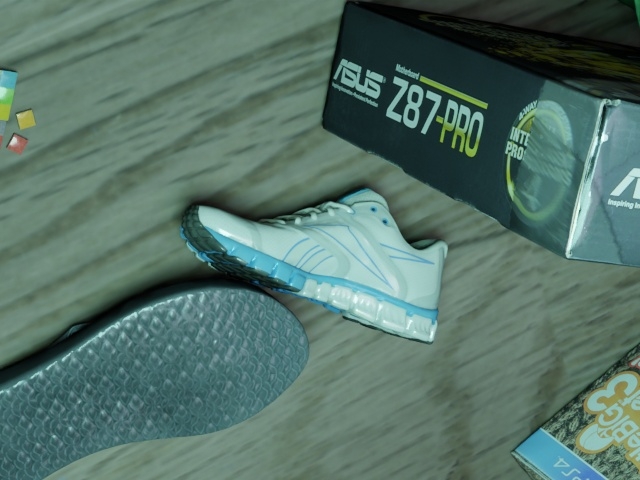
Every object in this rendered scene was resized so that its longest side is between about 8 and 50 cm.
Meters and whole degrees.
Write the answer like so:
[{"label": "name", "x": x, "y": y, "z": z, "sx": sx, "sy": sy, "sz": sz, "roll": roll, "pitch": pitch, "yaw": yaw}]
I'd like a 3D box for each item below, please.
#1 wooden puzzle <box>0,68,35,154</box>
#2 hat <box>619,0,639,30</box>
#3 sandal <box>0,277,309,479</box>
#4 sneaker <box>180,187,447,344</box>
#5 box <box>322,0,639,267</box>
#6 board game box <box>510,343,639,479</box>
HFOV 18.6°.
[{"label": "wooden puzzle", "x": -0.205, "y": -0.079, "z": 1.136, "sx": 0.083, "sy": 0.006, "sz": 0.049, "roll": 8, "pitch": 104, "yaw": -26}, {"label": "hat", "x": 0.144, "y": -0.216, "z": 1.234, "sx": 0.208, "sy": 0.184, "sz": 0.173, "roll": 4, "pitch": 97, "yaw": -65}, {"label": "sandal", "x": -0.134, "y": 0.085, "z": 1.202, "sx": 0.255, "sy": 0.054, "sz": 0.097, "roll": -19, "pitch": 112, "yaw": -5}, {"label": "sneaker", "x": 0.000, "y": 0.000, "z": 1.227, "sx": 0.191, "sy": 0.071, "sz": 0.083, "roll": 21, "pitch": 85, "yaw": -31}, {"label": "box", "x": 0.240, "y": -0.049, "z": 1.164, "sx": 0.395, "sy": 0.318, "sz": 0.097, "roll": 7, "pitch": 105, "yaw": -25}, {"label": "board game box", "x": 0.326, "y": 0.162, "z": 1.372, "sx": 0.291, "sy": 0.141, "sz": 0.232, "roll": -39, "pitch": 118, "yaw": -8}]
